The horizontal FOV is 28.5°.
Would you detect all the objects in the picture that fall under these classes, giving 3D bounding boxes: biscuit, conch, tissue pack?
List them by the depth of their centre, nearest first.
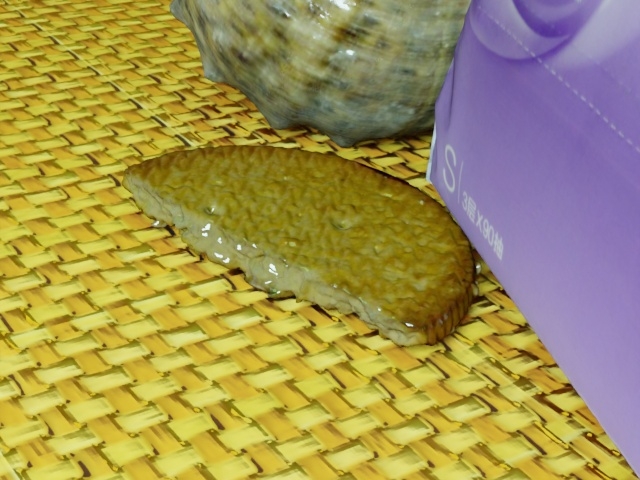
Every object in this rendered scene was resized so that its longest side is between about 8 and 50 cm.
[{"bbox_3d":[0.184,-0.041,0.513,0.160,0.242,0.338,8,26,-19],"label":"tissue pack"},{"bbox_3d":[0.002,-0.006,0.656,0.206,0.025,0.126,28,36,32],"label":"biscuit"},{"bbox_3d":[0.026,-0.135,0.753,0.210,0.159,0.291,32,-17,-24],"label":"conch"}]
